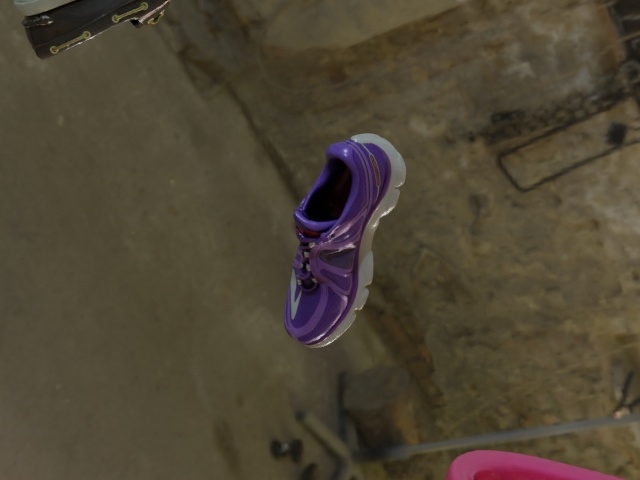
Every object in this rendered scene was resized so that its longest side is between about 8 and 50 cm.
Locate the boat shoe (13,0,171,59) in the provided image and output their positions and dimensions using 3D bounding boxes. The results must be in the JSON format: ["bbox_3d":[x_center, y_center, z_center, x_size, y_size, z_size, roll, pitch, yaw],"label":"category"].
[{"bbox_3d":[-0.213,-0.263,1.046,0.228,0.081,0.068,-23,119,-19],"label":"boat shoe"}]

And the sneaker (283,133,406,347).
[{"bbox_3d":[0.000,0.000,0.700,0.071,0.068,0.170,-7,121,-48],"label":"sneaker"}]

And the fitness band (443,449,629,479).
[{"bbox_3d":[0.247,0.259,0.840,0.209,0.291,0.054,-84,-170,-77],"label":"fitness band"}]
